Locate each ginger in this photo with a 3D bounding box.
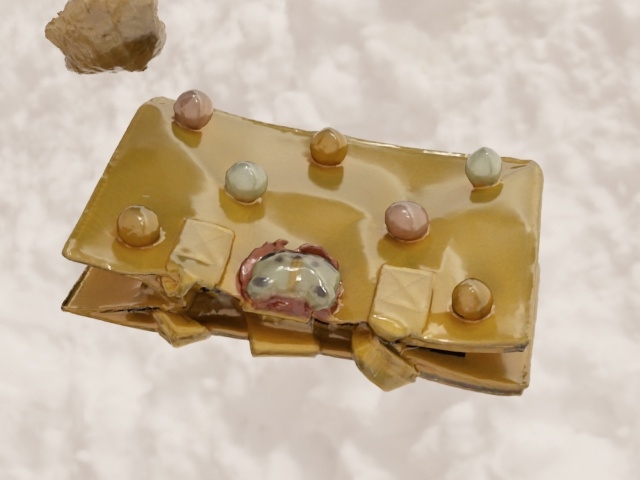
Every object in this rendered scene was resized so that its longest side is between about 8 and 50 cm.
[{"bbox_3d":[-0.164,-0.209,1.110,0.165,0.096,0.067,-54,31,-3],"label":"ginger"}]

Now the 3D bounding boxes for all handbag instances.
[{"bbox_3d":[0.000,0.000,1.116,0.283,0.401,0.133,-71,-9,-52],"label":"handbag"}]
